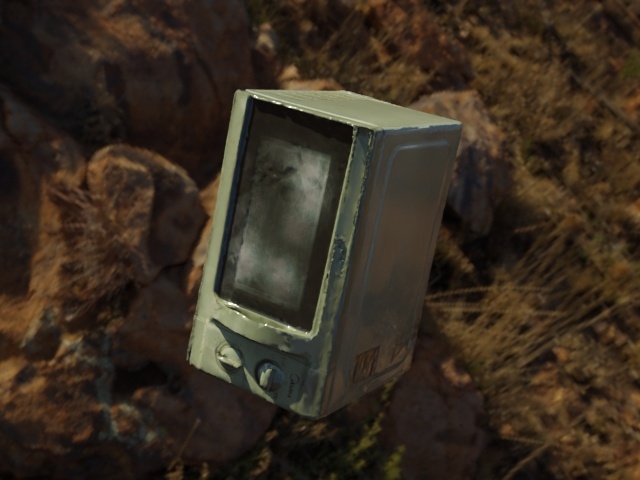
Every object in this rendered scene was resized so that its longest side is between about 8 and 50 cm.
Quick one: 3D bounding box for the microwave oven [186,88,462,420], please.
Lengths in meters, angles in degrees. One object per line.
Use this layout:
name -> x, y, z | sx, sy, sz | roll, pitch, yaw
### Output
microwave oven -> 0.000, 0.000, 0.742 | 0.129, 0.205, 0.163 | 19, 15, 26
